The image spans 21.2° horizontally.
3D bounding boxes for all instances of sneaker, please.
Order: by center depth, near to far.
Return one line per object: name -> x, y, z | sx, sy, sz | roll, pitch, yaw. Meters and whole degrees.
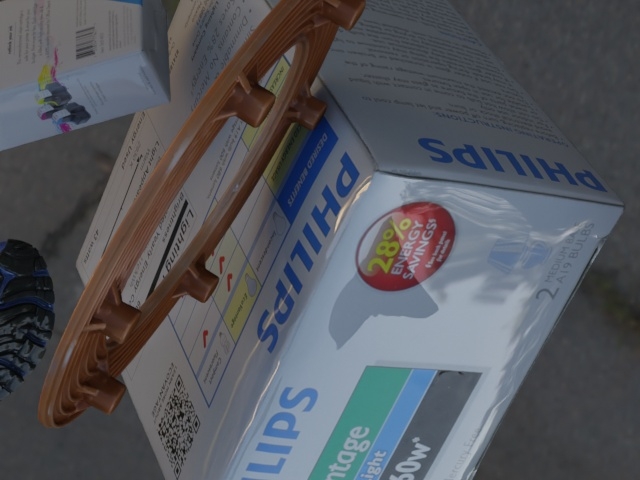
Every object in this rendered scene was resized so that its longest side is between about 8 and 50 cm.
sneaker -> -0.265, 0.089, 1.220 | 0.083, 0.087, 0.221 | 17, 110, -41

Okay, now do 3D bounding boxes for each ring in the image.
ring -> -0.063, -0.023, 1.034 | 0.032, 0.336, 0.336 | 32, 141, 4

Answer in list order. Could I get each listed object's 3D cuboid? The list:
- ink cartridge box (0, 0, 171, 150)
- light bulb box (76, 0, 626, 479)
ink cartridge box -> -0.210, -0.136, 1.307 | 0.181, 0.104, 0.061 | -14, 139, 10
light bulb box -> 0.000, 0.000, 1.353 | 0.225, 0.361, 0.358 | 7, 123, -30
